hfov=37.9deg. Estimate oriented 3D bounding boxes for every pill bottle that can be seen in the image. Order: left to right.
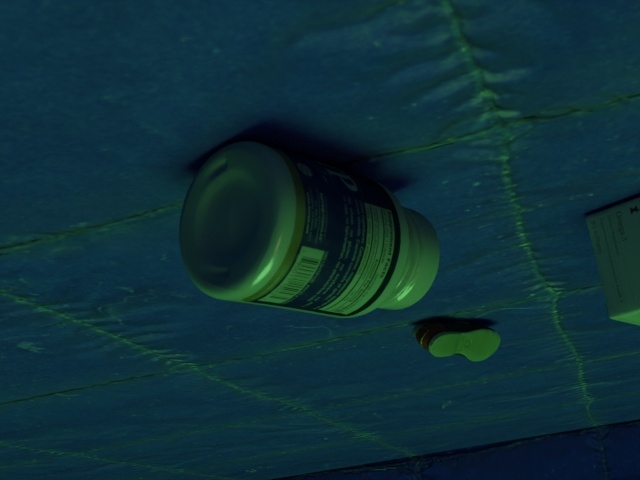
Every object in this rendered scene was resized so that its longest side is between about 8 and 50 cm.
[{"bbox_3d":[0.000,0.000,0.694,0.112,0.112,0.187,-24,155,38],"label":"pill bottle"}]

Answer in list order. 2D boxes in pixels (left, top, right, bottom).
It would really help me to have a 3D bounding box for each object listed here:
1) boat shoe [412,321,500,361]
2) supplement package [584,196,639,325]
[{"bbox_3d":[0.180,0.128,1.215,0.137,0.049,0.043,6,-161,-38],"label":"boat shoe"},{"bbox_3d":[0.352,0.005,0.843,0.179,0.105,0.105,-24,154,38],"label":"supplement package"}]
